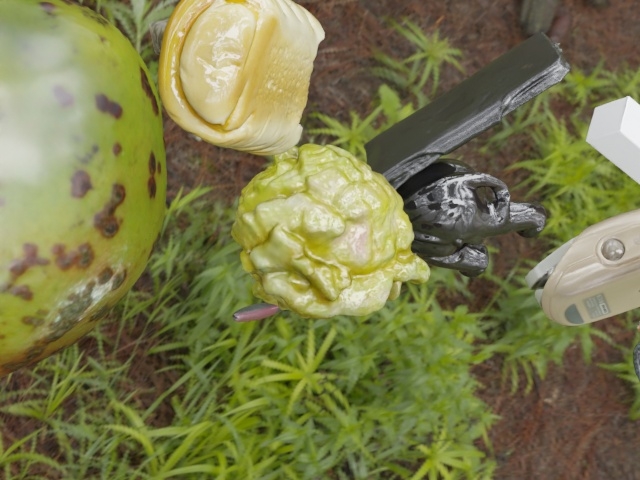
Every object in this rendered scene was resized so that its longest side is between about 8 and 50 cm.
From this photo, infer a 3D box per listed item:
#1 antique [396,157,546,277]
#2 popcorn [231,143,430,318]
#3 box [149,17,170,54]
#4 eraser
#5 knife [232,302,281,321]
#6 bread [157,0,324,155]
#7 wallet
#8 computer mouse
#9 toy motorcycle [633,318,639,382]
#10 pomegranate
[{"bbox_3d":[0.196,-0.035,1.702,0.255,0.322,0.185,7,58,-41],"label":"antique"},{"bbox_3d":[0.000,0.000,1.219,0.212,0.259,0.259,-31,87,-39],"label":"popcorn"},{"bbox_3d":[-0.160,-0.244,1.151,0.062,0.098,0.044,-19,113,-24],"label":"box"},{"bbox_3d":[0.608,-0.139,1.725,0.298,0.078,0.076,33,65,-25],"label":"eraser"},{"bbox_3d":[-0.062,0.097,1.494,0.035,0.018,0.247,28,19,25],"label":"knife"},{"bbox_3d":[-0.057,-0.126,0.695,0.084,0.177,0.119,21,96,15],"label":"bread"},{"bbox_3d":[0.233,-0.211,1.580,0.051,0.378,0.197,50,16,-22],"label":"wallet"},{"bbox_3d":[0.348,0.021,1.073,0.237,0.145,0.081,-22,63,16],"label":"computer mouse"},{"bbox_3d":[0.342,0.097,0.720,0.221,0.147,0.326,40,34,5],"label":"toy motorcycle"},{"bbox_3d":[-0.180,-0.033,0.465,0.198,0.246,0.198,-3,95,-31],"label":"pomegranate"}]
